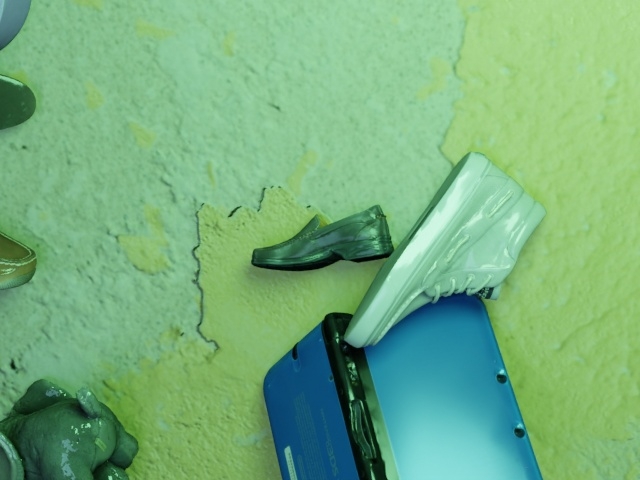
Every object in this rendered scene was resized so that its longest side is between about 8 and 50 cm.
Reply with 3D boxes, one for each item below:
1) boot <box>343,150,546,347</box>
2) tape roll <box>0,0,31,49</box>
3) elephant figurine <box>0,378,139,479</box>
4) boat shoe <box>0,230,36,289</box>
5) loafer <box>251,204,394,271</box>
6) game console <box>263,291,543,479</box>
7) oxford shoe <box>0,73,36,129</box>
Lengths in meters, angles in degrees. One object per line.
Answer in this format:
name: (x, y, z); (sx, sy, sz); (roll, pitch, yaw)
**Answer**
boot: (0.144, 0.036, 1.356); (0.123, 0.095, 0.258); (36, 90, -4)
tape roll: (-0.435, -0.295, 1.408); (0.189, 0.080, 0.189); (3, 107, 10)
elephant figurine: (-0.364, 0.262, 1.530); (0.239, 0.169, 0.186); (10, 79, 24)
boat shoe: (-0.491, -0.039, 1.477); (0.324, 0.123, 0.116); (23, 107, 2)
loafer: (0.000, 0.000, 1.426); (0.170, 0.062, 0.061); (-8, 82, 10)
game console: (0.086, 0.234, 1.401); (0.173, 0.293, 0.250); (7, 145, -34)
oxford shoe: (-0.444, -0.172, 1.457); (0.212, 0.076, 0.076); (1, 105, -6)
